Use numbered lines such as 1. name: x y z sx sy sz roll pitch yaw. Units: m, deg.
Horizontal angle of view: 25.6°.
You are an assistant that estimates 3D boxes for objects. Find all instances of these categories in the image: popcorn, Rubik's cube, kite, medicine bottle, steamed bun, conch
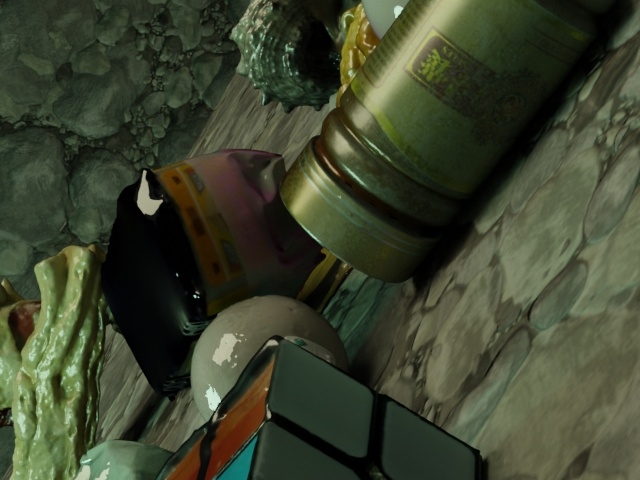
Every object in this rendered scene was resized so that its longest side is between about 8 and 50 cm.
1. popcorn: 0.094 -0.215 1.604 0.163 0.140 0.194 -83 17 -47
2. Rubik's cube: -0.016 0.200 0.880 0.183 0.167 0.180 -53 14 27
3. kite: 0.002 0.001 1.661 0.377 0.013 0.327 -41 23 51
4. medicine bottle: 0.112 -0.131 1.250 0.322 0.151 0.151 -54 12 19
5. steamed bun: -0.427 0.191 2.093 0.247 0.189 0.428 -129 45 -70
6. conch: 0.005 -0.303 1.943 0.313 0.240 0.186 -32 38 36

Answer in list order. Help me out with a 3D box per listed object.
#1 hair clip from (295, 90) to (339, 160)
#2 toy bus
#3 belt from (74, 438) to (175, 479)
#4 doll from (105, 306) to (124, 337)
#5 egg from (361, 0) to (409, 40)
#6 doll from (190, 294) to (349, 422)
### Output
1. hair clip: 0.009 -0.105 1.870 0.140 0.054 0.220 -17 44 53
2. toy bus: -0.114 0.026 1.457 0.162 0.171 0.386 -25 -12 -19
3. belt: -0.194 0.318 1.351 0.257 0.150 0.207 -59 20 -4
4. doll: -0.246 0.076 2.133 0.161 0.177 0.260 -62 8 -18
5. egg: 0.156 -0.291 1.393 0.271 0.196 0.196 -52 12 3
6. doll: -0.027 0.134 1.182 0.151 0.151 0.287 -57 16 2
